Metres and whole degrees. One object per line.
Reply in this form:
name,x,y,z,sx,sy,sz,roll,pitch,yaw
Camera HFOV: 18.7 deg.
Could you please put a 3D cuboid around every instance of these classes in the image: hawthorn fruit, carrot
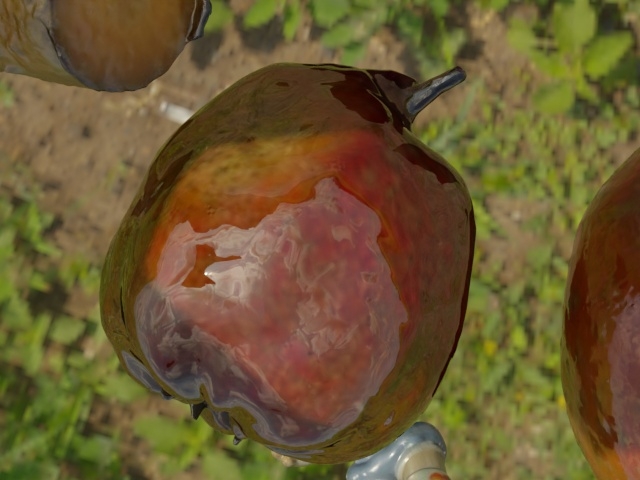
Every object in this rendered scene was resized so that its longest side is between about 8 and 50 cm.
hawthorn fruit,0.370,0.059,1.621,0.403,0.402,0.402,5,131,6
hawthorn fruit,0.000,0.000,1.091,0.208,0.248,0.208,34,170,7
carrot,-0.170,-0.123,0.967,0.263,0.102,0.102,8,140,47

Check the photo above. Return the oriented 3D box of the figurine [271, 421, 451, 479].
figurine,0.034,0.149,1.832,0.225,0.381,0.205,-29,140,32
